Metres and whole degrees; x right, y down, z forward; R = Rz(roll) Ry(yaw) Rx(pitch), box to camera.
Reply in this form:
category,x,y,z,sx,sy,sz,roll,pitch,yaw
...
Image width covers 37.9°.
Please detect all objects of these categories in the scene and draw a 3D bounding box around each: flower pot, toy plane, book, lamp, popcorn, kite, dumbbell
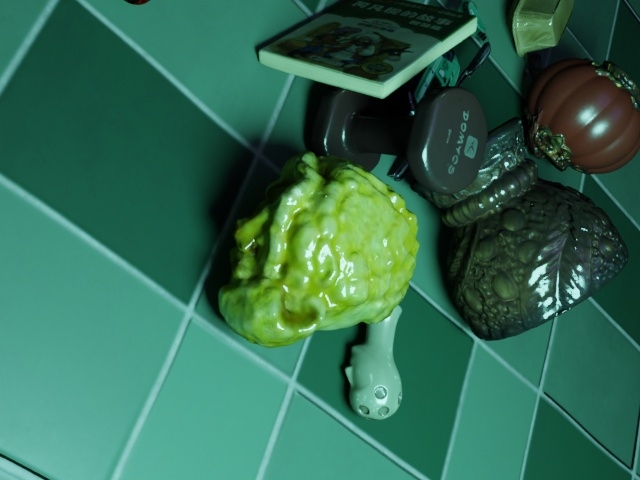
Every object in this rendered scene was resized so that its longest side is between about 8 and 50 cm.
category,x,y,z,sx,sy,sz,roll,pitch,yaw
flower pot,0.282,-0.025,1.399,0.266,0.266,0.267,-32,92,-44
toy plane,0.176,-0.271,1.464,0.155,0.106,0.382,53,48,-29
book,0.071,-0.280,1.303,0.264,0.202,0.027,-40,139,-42
lamp,0.463,-0.216,1.658,0.226,0.226,0.227,13,70,-41
popcorn,0.000,0.000,1.157,0.286,0.173,0.225,-13,100,-42
kite,0.396,-0.332,1.753,0.122,0.004,0.090,55,47,-15
dumbbell,0.102,-0.141,1.252,0.124,0.225,0.141,14,90,-44

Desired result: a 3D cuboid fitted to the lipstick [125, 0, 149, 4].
category,x,y,z,sx,sy,sz,roll,pitch,yaw
lipstick,-0.166,-0.372,1.167,0.241,0.080,0.080,-44,110,-40

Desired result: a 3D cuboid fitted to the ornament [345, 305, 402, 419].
category,x,y,z,sx,sy,sz,roll,pitch,yaw
ornament,0.073,0.165,1.266,0.081,0.075,0.156,11,70,-14

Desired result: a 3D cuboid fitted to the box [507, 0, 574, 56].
category,x,y,z,sx,sy,sz,roll,pitch,yaw
box,0.401,-0.423,1.722,0.111,0.111,0.177,45,54,-26
